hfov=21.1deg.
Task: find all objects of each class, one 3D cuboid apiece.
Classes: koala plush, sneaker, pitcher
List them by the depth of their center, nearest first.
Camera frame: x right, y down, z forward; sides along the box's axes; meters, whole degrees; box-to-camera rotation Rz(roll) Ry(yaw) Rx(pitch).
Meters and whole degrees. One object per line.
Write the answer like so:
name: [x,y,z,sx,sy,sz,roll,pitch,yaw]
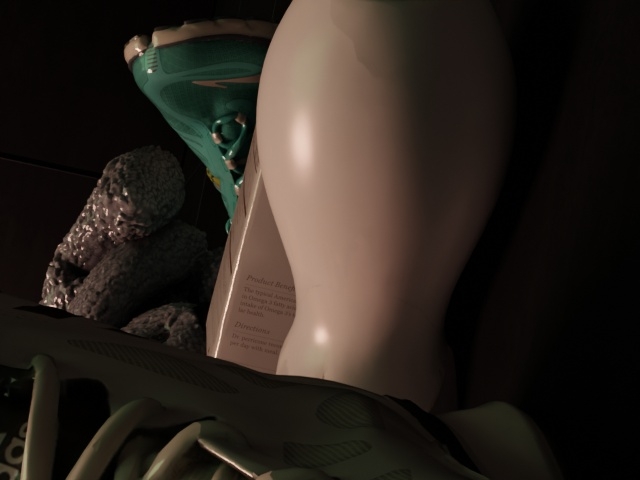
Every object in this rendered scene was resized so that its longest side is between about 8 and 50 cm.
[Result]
sneaker: [-0.026,0.125,0.529,0.447,0.257,0.169,-156,78,-81]
pitcher: [0.034,-0.035,0.866,0.178,0.125,0.207,-62,-22,-67]
sneaker: [-0.035,-0.058,1.121,0.275,0.107,0.110,44,-142,-56]
koala plush: [-0.110,0.090,1.175,0.203,0.196,0.221,-49,24,19]

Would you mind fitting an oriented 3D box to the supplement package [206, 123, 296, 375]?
supplement package: [0.000,0.000,1.025,0.105,0.105,0.179,-100,24,-72]
